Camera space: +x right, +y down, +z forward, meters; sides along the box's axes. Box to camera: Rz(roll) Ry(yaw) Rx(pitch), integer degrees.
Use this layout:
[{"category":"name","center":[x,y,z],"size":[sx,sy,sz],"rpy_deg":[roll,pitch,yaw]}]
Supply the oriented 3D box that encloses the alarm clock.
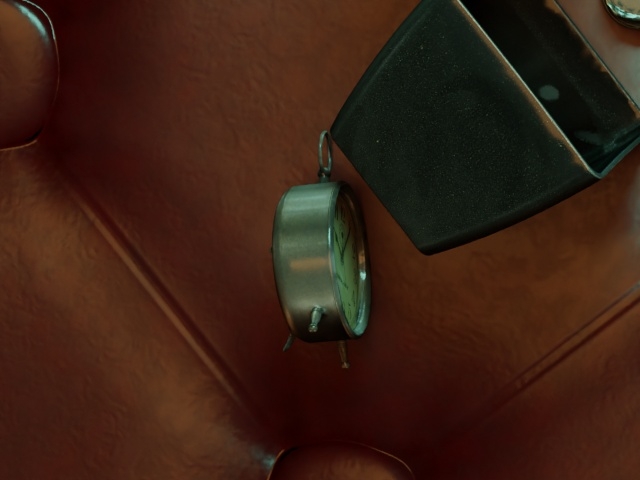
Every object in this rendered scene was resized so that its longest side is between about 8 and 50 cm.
[{"category":"alarm clock","center":[0.000,0.000,1.576],"size":[0.064,0.129,0.192],"rpy_deg":[-3,69,15]}]

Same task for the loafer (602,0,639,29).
[{"category":"loafer","center":[0.341,-0.232,1.484],"size":[0.267,0.084,0.096],"rpy_deg":[-18,94,14]}]

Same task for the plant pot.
[{"category":"plant pot","center":[0.123,-0.095,1.511],"size":[0.167,0.187,0.188],"rpy_deg":[-39,88,27]}]
